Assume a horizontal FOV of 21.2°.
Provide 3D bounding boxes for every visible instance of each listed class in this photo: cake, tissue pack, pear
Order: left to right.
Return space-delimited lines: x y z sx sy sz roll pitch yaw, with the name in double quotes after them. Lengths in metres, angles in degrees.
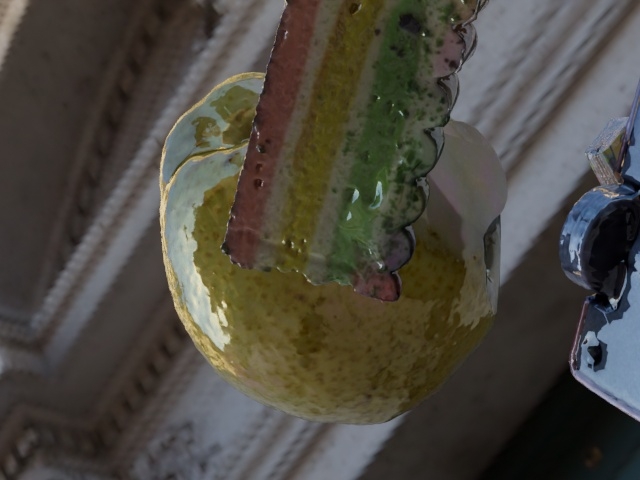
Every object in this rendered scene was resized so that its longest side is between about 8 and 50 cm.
0.000 0.000 1.239 0.271 0.271 0.271 -17 -47 -18 "pear"
0.024 -0.081 0.983 0.109 0.090 0.225 18 -64 5 "cake"
0.298 -0.071 1.673 0.063 0.035 0.083 -47 -62 -34 "tissue pack"

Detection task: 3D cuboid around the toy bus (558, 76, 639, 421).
0.324 -0.076 1.064 0.233 0.203 0.427 4 -74 -38 "toy bus"
